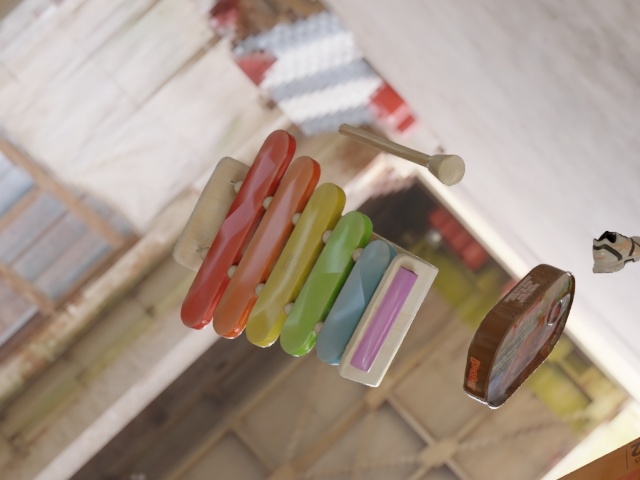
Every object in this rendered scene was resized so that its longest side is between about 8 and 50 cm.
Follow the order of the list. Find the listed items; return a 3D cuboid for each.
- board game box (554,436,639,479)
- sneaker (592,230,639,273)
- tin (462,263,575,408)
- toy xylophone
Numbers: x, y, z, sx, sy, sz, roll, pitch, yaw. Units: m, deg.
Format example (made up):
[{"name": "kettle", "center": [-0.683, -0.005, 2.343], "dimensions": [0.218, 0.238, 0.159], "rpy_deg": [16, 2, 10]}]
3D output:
[{"name": "board game box", "center": [0.425, 0.415, 1.693], "dimensions": [0.356, 0.356, 0.356], "rpy_deg": [43, -149, -25]}, {"name": "sneaker", "center": [0.344, 0.007, 1.981], "dimensions": [0.109, 0.040, 0.043], "rpy_deg": [-22, -75, -55]}, {"name": "tin", "center": [0.201, 0.093, 1.745], "dimensions": [0.040, 0.190, 0.106], "rpy_deg": [26, 129, 23]}, {"name": "toy xylophone", "center": [0.000, 0.000, 1.561], "dimensions": [0.081, 0.236, 0.323], "rpy_deg": [25, 175, -38]}]
